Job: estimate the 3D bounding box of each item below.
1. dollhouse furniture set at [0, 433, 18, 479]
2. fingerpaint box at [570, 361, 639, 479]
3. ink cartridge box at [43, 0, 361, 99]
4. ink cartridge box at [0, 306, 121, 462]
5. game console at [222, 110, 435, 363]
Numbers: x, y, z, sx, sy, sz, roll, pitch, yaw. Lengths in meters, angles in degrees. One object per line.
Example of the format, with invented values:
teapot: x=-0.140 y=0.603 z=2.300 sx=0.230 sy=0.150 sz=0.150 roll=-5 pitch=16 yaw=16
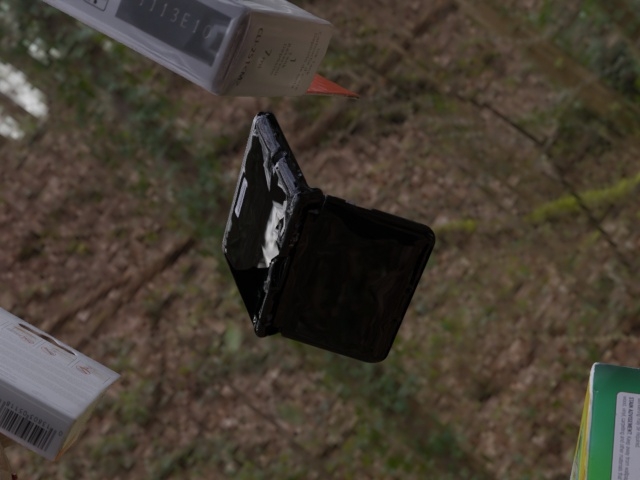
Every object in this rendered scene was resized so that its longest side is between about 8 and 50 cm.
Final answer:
dollhouse furniture set: x=-0.319 y=0.246 z=1.292 sx=0.129 sy=0.183 sz=0.129 roll=-21 pitch=14 yaw=0
fingerpaint box: x=0.265 y=0.391 z=1.141 sx=0.371 sy=0.163 sz=0.444 roll=88 pitch=-167 yaw=-47
ink cartridge box: x=-0.114 y=-0.176 z=0.933 sx=0.060 sy=0.275 sz=0.239 roll=-66 pitch=-18 yaw=15
ink cartridge box: x=-0.248 y=0.107 z=1.135 sx=0.045 sy=0.145 sz=0.179 roll=-61 pitch=0 yaw=4
game console: x=0.000 y=0.000 z=0.796 sx=0.071 sy=0.107 sz=0.122 roll=-8 pitch=-38 yaw=-23
